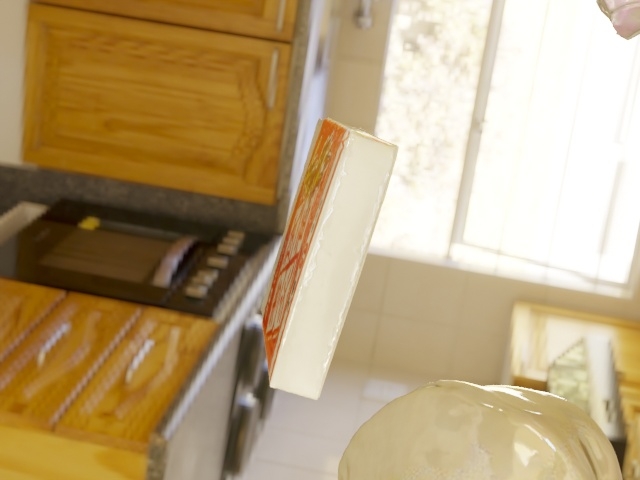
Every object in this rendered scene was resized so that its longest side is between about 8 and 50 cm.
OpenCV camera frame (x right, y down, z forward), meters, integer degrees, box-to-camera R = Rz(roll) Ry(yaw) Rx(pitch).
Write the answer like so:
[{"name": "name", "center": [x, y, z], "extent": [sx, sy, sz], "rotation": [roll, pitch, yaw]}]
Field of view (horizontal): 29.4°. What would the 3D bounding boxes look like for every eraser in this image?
[{"name": "eraser", "center": [0.000, 0.000, 0.809], "extent": [0.230, 0.038, 0.157], "rotation": [-117, -136, -81]}]

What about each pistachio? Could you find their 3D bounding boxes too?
[{"name": "pistachio", "center": [0.133, 0.236, 1.135], "extent": [0.208, 0.226, 0.332], "rotation": [-41, -175, -31]}]

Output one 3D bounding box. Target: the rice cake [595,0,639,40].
[{"name": "rice cake", "center": [0.330, -0.222, 0.900], "extent": [0.049, 0.270, 0.055], "rotation": [19, 54, -57]}]
